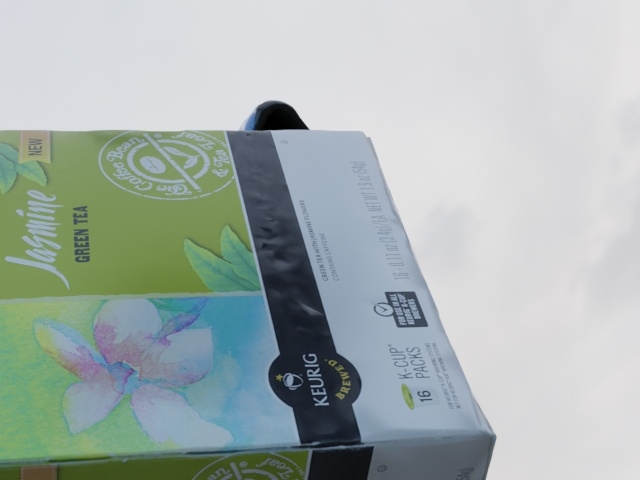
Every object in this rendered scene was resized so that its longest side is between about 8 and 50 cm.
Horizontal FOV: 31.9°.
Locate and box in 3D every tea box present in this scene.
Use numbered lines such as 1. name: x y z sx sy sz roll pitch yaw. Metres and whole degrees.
1. tea box: -0.097 0.098 0.773 0.323 0.329 0.220 -2 -52 -13

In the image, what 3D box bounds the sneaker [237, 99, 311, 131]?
1. sneaker: 0.000 0.000 1.089 0.129 0.330 0.147 -20 -25 -32
